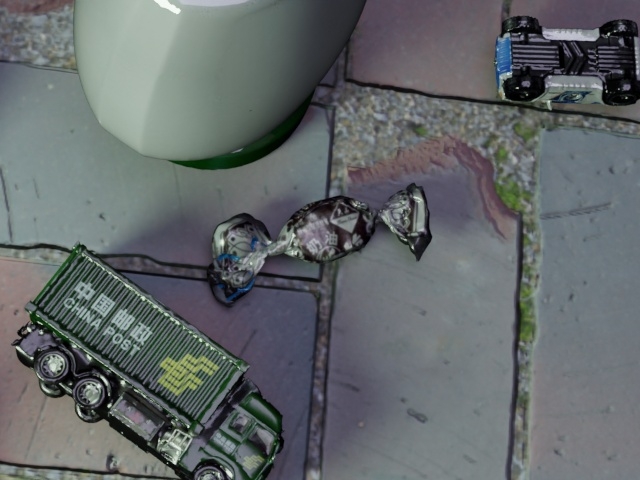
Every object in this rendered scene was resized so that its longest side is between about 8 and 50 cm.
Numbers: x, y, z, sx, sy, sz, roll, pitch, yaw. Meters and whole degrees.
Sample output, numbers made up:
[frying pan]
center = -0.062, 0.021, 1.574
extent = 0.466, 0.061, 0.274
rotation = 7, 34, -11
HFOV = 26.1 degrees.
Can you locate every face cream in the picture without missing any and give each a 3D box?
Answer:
[face cream]
center = -0.081, -0.210, 1.191
extent = 0.219, 0.357, 0.312
rotation = 34, 72, 2

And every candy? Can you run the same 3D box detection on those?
[candy]
center = 0.000, 0.000, 1.311
extent = 0.226, 0.051, 0.094
rotation = -17, 89, -11

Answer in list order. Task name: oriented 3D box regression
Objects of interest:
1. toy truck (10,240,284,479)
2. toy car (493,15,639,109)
[toy truck]
center = -0.148, 0.130, 1.231
extent = 0.259, 0.088, 0.121
rotation = 36, 73, 3
[toy car]
center = 0.257, -0.175, 1.384
extent = 0.171, 0.070, 0.080
rotation = 1, 75, -7
